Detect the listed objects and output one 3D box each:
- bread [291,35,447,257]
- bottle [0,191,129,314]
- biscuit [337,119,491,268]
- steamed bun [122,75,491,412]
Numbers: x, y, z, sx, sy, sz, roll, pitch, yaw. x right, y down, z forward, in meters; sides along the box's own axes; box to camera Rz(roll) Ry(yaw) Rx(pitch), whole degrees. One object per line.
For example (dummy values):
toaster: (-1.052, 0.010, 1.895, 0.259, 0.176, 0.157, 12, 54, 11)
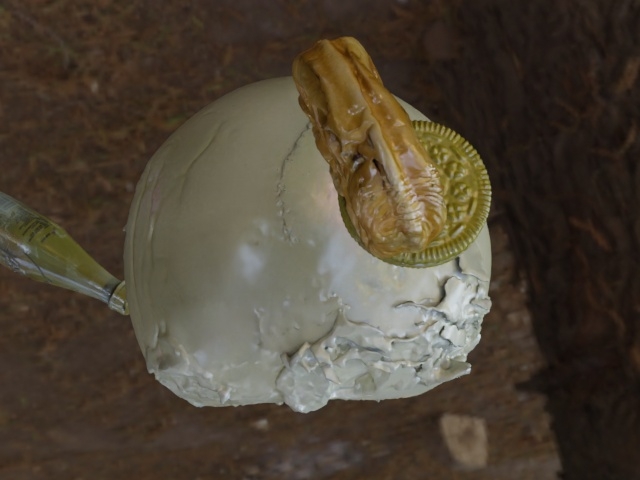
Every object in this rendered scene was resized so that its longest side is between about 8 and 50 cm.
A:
bread: (0.022, -0.044, 0.530, 0.044, 0.111, 0.083, -25, 163, 1)
bottle: (-0.350, 0.019, 1.455, 0.269, 0.083, 0.083, 29, 159, 13)
biscuit: (0.051, -0.026, 0.615, 0.084, 0.084, 0.023, -10, 164, -7)
steamed bun: (0.000, 0.000, 1.024, 0.333, 0.312, 0.233, -7, 176, -26)
